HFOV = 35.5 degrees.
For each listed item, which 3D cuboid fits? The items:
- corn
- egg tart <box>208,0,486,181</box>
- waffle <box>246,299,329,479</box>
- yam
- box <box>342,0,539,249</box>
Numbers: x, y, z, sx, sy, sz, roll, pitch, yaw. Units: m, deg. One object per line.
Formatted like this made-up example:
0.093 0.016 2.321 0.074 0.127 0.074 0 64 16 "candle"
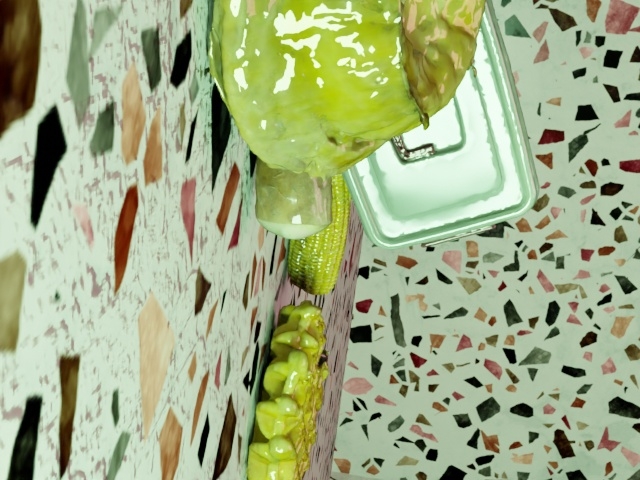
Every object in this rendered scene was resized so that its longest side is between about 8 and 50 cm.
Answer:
0.000 -0.026 1.150 0.072 0.072 0.203 -74 172 -56 "corn"
0.038 -0.175 0.660 0.290 0.115 0.290 -43 140 -52 "egg tart"
-0.037 0.202 1.178 0.283 0.065 0.309 -63 164 -69 "waffle"
-0.007 -0.171 0.784 0.081 0.081 0.356 -67 163 -72 "yam"
0.103 -0.156 1.056 0.167 0.193 0.294 -85 157 -63 "box"
